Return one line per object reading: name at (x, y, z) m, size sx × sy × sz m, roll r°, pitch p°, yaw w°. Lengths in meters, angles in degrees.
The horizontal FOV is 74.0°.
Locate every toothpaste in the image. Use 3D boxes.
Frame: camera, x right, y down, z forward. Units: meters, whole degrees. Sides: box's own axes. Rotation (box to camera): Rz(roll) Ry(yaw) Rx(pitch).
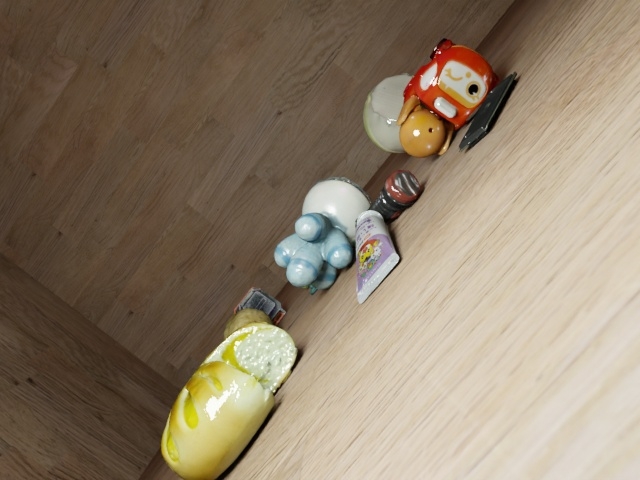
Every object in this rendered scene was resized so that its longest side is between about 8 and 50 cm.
toothpaste at (0.109, 0.015, 0.876) m, size 0.114 × 0.073 × 0.299 m, roll -51°, pitch 11°, yaw 20°

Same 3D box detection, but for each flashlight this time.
flashlight at (0.161, -0.079, 1.067) m, size 0.093 × 0.093 × 0.232 m, roll -53°, pitch -2°, yaw -35°

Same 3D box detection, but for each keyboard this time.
keyboard at (0.357, -0.273, 0.903) m, size 0.230 × 0.025 × 0.093 m, roll -53°, pitch 5°, yaw -32°

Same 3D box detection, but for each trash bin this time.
trash bin at (-0.265, 0.336, 1.829) m, size 0.161 × 0.184 × 0.239 m, roll -53°, pitch -8°, yaw -33°

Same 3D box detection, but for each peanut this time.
peanut at (-0.258, 0.337, 1.513) m, size 0.192 × 0.169 × 0.387 m, roll -65°, pitch 7°, yaw -15°

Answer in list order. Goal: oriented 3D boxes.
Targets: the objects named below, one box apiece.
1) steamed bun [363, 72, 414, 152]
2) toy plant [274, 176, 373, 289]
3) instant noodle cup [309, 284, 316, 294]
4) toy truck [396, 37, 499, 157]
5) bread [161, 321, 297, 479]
steamed bun at (0.318, -0.481, 1.708) m, size 0.309 × 0.309 × 0.309 m, roll -51°, pitch 3°, yaw 4°
toy plant at (0.000, 0.000, 1.210) m, size 0.247 × 0.247 × 0.332 m, roll -48°, pitch 6°, yaw 47°
instant noodle cup at (0.008, 0.087, 1.478) m, size 0.179 × 0.070 × 0.157 m, roll -49°, pitch 5°, yaw 20°
toy truck at (0.311, -0.348, 1.096) m, size 0.265 × 0.188 × 0.239 m, roll -47°, pitch 16°, yaw 53°
bread at (-0.192, 0.315, 0.864) m, size 0.333 × 0.160 × 0.333 m, roll -52°, pitch 1°, yaw 2°
